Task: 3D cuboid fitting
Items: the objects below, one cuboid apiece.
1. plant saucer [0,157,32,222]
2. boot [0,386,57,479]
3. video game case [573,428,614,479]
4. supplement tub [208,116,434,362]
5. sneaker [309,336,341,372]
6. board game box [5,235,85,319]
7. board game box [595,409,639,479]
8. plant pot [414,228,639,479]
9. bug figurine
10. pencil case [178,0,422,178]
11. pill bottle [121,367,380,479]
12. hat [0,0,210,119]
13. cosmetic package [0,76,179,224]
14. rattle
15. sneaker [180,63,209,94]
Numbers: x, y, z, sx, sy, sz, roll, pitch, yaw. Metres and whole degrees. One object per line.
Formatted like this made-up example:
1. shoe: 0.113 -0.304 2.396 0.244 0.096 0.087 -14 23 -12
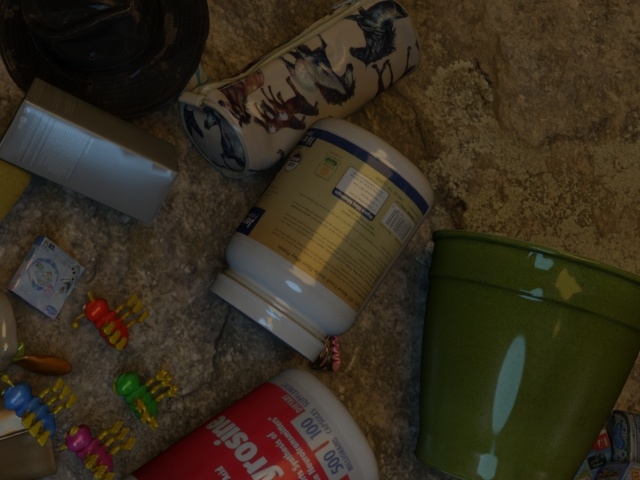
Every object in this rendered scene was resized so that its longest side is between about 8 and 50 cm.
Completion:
1. plant saucer: -0.618 -0.056 1.223 0.332 0.081 0.333 29 69 4
2. boot: -0.504 0.237 1.216 0.269 0.089 0.236 -12 113 -21
3. video game case: 0.442 0.486 1.562 0.204 0.025 0.285 -13 83 -22
4. supplement tub: 0.000 0.000 1.382 0.228 0.228 0.316 36 82 -9
5. sneaker: 0.000 0.151 1.469 0.057 0.047 0.119 -1 77 -9
6. board game box: -0.395 0.054 1.328 0.090 0.020 0.090 49 59 -46
7. board game box: 0.556 0.394 1.585 0.194 0.060 0.194 17 68 -26
8. plant pot: 0.304 0.205 1.429 0.366 0.366 0.353 18 85 -16
9. bug figurine: -0.316 0.208 1.277 0.216 0.072 0.279 59 34 -18
10. pencil case: -0.030 -0.258 1.480 0.410 0.160 0.184 -36 121 -23
11. pill bottle: -0.136 0.373 1.264 0.407 0.229 0.229 -32 90 -24
12. hat: -0.334 -0.342 1.354 0.331 0.134 0.332 0 81 2
13. cosmetic package: -0.330 -0.129 1.337 0.238 0.127 0.107 29 106 -19
14. rattle: -0.442 0.095 1.304 0.142 0.130 0.200 -9 53 -33
15. sneaker: -0.242 -0.340 1.474 0.092 0.087 0.229 -6 81 -37
